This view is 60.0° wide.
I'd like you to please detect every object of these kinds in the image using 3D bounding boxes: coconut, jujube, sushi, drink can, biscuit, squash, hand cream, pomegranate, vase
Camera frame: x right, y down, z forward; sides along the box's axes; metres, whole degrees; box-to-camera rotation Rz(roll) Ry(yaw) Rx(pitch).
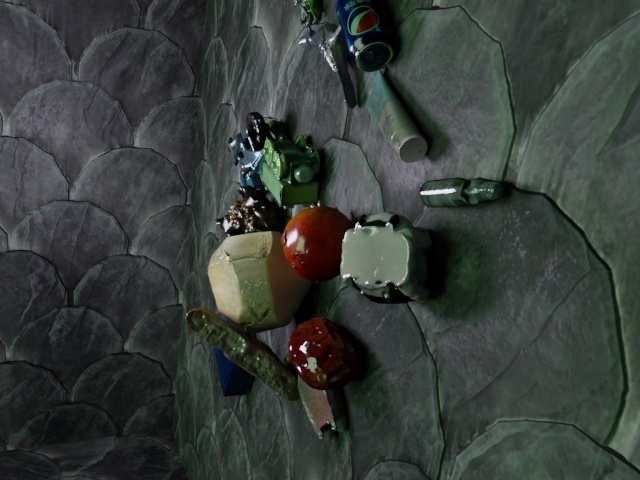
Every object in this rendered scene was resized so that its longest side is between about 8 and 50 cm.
[{"bbox_3d":[-0.182,0.125,1.785,0.352,0.352,0.353,-179,90,-65],"label":"coconut"},{"bbox_3d":[0.004,0.310,1.529,0.250,0.174,0.174,-130,47,-62],"label":"jujube"},{"bbox_3d":[-0.250,-0.078,2.052,0.238,0.225,0.219,30,92,20],"label":"sushi"},{"bbox_3d":[0.113,-0.530,1.389,0.118,0.118,0.205,-51,46,52],"label":"drink can"},{"bbox_3d":[-0.241,0.367,1.841,0.104,0.429,0.446,-55,0,-11],"label":"biscuit"},{"bbox_3d":[-0.151,-0.393,2.017,0.183,0.052,0.052,-121,40,-50],"label":"squash"},{"bbox_3d":[0.166,-0.303,1.330,0.312,0.070,0.111,-113,30,-47],"label":"hand cream"},{"bbox_3d":[0.000,0.000,1.513,0.235,0.210,0.210,-79,12,-45],"label":"pomegranate"},{"bbox_3d":[0.279,-0.095,1.089,0.211,0.059,0.060,5,93,64],"label":"vase"}]

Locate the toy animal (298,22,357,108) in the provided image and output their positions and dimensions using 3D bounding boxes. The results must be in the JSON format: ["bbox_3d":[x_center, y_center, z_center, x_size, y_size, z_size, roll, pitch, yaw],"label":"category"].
[{"bbox_3d":[0.049,-0.560,1.573,0.367,0.081,0.206,60,137,35],"label":"toy animal"}]

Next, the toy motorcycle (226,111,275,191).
[{"bbox_3d":[-0.238,-0.284,2.073,0.232,0.172,0.416,64,156,20],"label":"toy motorcycle"}]

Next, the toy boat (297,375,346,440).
[{"bbox_3d":[0.013,0.462,1.631,0.155,0.085,0.227,-54,54,47],"label":"toy boat"}]

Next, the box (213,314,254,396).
[{"bbox_3d":[-0.362,0.469,2.355,0.279,0.116,0.261,-115,35,-42],"label":"box"}]

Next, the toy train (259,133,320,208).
[{"bbox_3d":[-0.099,-0.229,1.792,0.272,0.159,0.188,-129,36,-53],"label":"toy train"}]

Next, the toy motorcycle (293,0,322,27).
[{"bbox_3d":[-0.029,-0.780,1.761,0.106,0.074,0.190,0,89,56],"label":"toy motorcycle"}]

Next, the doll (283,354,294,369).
[{"bbox_3d":[-0.083,0.386,1.847,0.061,0.051,0.093,41,135,22],"label":"doll"}]

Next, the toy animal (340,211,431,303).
[{"bbox_3d":[0.161,0.041,1.227,0.208,0.156,0.204,1,87,48],"label":"toy animal"}]
